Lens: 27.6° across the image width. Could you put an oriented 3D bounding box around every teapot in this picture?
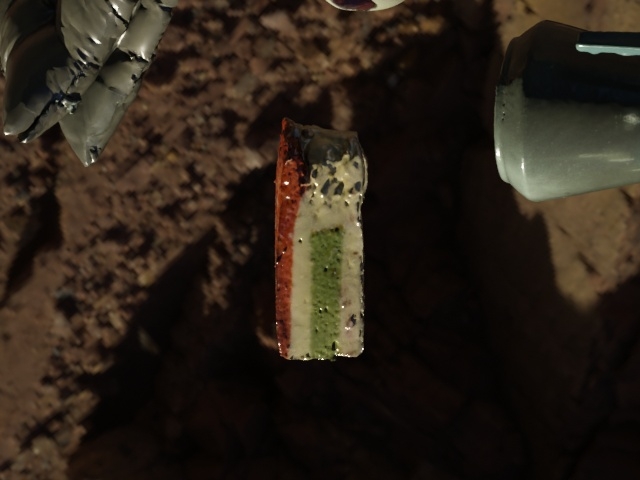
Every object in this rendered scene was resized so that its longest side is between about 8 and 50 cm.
[{"bbox_3d":[0.280,-0.124,1.189,0.203,0.225,0.171,61,38,-58],"label":"teapot"}]

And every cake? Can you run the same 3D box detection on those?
[{"bbox_3d":[0.000,-0.006,1.188,0.086,0.220,0.117,1,169,2],"label":"cake"}]

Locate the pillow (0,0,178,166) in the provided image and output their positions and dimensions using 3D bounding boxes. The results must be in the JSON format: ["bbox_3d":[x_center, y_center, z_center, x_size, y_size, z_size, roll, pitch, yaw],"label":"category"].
[{"bbox_3d":[-0.149,-0.244,0.947,0.101,0.228,0.326,14,125,-40],"label":"pillow"}]

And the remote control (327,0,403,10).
[{"bbox_3d":[0.040,-0.198,0.553,0.078,0.042,0.221,46,53,-54],"label":"remote control"}]
